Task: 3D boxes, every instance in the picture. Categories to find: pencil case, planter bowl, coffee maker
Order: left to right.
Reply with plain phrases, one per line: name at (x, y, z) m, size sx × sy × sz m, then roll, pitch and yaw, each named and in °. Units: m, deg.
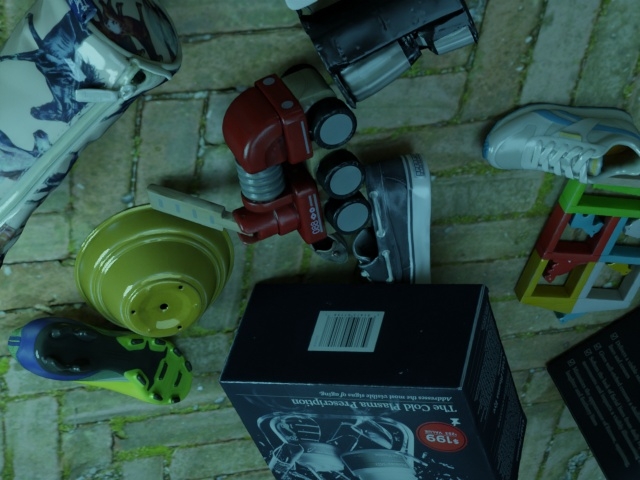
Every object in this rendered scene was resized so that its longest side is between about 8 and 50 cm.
pencil case at (-0.333, -0.117, 1.389) m, size 0.160 × 0.184 × 0.410 m, roll 29°, pitch 116°, yaw -35°
planter bowl at (-0.213, 0.062, 1.641) m, size 0.217 × 0.090 × 0.217 m, roll -9°, pitch 131°, yaw -10°
coffee maker at (0.074, -0.264, 1.438) m, size 0.178 × 0.120 × 0.171 m, roll -29°, pitch 131°, yaw 7°

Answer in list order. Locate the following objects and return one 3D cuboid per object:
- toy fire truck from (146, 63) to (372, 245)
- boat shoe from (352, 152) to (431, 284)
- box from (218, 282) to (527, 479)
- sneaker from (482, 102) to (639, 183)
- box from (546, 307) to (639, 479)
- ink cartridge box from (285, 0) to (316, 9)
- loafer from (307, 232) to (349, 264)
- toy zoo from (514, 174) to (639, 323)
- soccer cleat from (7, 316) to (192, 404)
toy fire truck at (-0.087, -0.088, 1.536) m, size 0.246 × 0.158 × 0.217 m, roll -23°, pitch 134°, yaw -12°
boat shoe at (0.095, 0.015, 1.692) m, size 0.102 × 0.108 × 0.301 m, roll -7°, pitch 133°, yaw -5°
box at (0.085, 0.224, 1.723) m, size 0.343 × 0.179 × 0.313 m, roll -1°, pitch 138°, yaw 23°
sneaker at (0.330, -0.125, 1.657) m, size 0.228 × 0.092 × 0.087 m, roll -5°, pitch 132°, yaw -12°
box at (0.608, 0.243, 1.925) m, size 0.395 × 0.294 × 0.212 m, roll -34°, pitch 131°, yaw 12°
ink cartridge box at (0.072, -0.420, 1.303) m, size 0.353 × 0.119 × 0.207 m, roll -28°, pitch 133°, yaw 5°
loafer at (0.000, 0.000, 1.691) m, size 0.045 × 0.039 × 0.125 m, roll -35°, pitch 131°, yaw 12°
toy zoo at (0.411, 0.016, 1.837) m, size 0.192 × 0.030 × 0.293 m, roll 4°, pitch 130°, yaw -20°
soccer cleat at (-0.299, 0.164, 1.716) m, size 0.289 × 0.121 × 0.094 m, roll 22°, pitch 75°, yaw -45°
